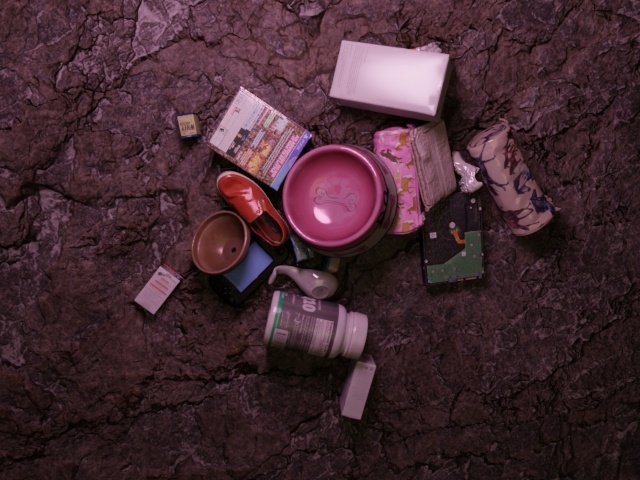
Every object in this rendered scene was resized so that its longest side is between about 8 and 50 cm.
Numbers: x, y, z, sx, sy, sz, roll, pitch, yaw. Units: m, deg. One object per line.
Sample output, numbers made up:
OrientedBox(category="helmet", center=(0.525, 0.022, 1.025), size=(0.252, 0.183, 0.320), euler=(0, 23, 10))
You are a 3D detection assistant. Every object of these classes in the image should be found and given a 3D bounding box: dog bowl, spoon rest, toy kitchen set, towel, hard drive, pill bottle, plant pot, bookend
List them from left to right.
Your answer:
OrientedBox(category="plant pot", center=(-0.341, 0.019, 1.712), size=(0.237, 0.109, 0.238), euler=(-8, 69, 22))
OrientedBox(category="bookend", center=(-0.287, -0.206, 1.718), size=(0.157, 0.072, 0.157), euler=(-5, 100, -3))
OrientedBox(category="spoon rest", center=(-0.062, 0.152, 1.776), size=(0.276, 0.084, 0.137), euler=(18, 123, -24))
OrientedBox(category="pill bottle", center=(-0.020, 0.322, 1.759), size=(0.360, 0.204, 0.205), euler=(13, 99, -6))
OrientedBox(category="toy kitchen set", center=(0.000, 0.000, 1.767), size=(0.165, 0.122, 0.207), euler=(16, 78, -6))
OrientedBox(category="dog bowl", center=(0.051, -0.143, 1.606), size=(0.407, 0.150, 0.409), euler=(-1, 88, 15))
OrientedBox(category="towel", center=(0.402, -0.275, 1.662), size=(0.187, 0.049, 0.283), euler=(-31, 112, -36))
OrientedBox(category="hard drive", center=(0.496, -0.012, 1.801), size=(0.236, 0.064, 0.340), euler=(-7, 99, -2))

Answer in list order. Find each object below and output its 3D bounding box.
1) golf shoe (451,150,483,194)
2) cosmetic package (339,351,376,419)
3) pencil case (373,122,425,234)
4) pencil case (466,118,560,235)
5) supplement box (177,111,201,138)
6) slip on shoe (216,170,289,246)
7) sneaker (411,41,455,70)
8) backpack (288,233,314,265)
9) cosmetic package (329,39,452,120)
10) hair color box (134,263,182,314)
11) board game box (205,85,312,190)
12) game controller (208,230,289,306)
OrientedBox(category="golf shoe", center=(0.540, -0.257, 1.729), size=(0.085, 0.069, 0.176), euler=(-26, 72, 32))
OrientedBox(category="cosmetic package", center=(0.143, 0.565, 1.856), size=(0.085, 0.117, 0.231), euler=(15, 97, -5))
OrientedBox(category="pencil case", center=(0.282, -0.219, 1.705), size=(0.167, 0.160, 0.387), euler=(-8, 100, -7))
OrientedBox(category="pencil case", center=(0.698, -0.230, 1.727), size=(0.183, 0.160, 0.411), euler=(-34, 101, -7))
OrientedBox(category="supplement box", center=(-0.462, -0.404, 1.667), size=(0.056, 0.083, 0.083), euler=(-9, 101, -1))
OrientedBox(category="slip on shoe", center=(-0.231, -0.108, 1.652), size=(0.123, 0.101, 0.331), euler=(-38, 106, 10))
OrientedBox(category="sneaker", center=(0.330, -0.585, 1.683), size=(0.270, 0.090, 0.145), euler=(-36, 91, 7))
OrientedBox(category="backpack", center=(-0.072, 0.027, 1.757), size=(0.084, 0.105, 0.115), euler=(-18, 93, -8))
OrientedBox(category="cosmetic package", center=(0.237, -0.531, 1.584), size=(0.365, 0.155, 0.197), euler=(17, 98, 17))
OrientedBox(category="hair color box", center=(-0.608, 0.182, 1.778), size=(0.093, 0.053, 0.167), euler=(39, 97, -8))
OrientedBox(category="board game box", center=(-0.212, -0.352, 1.661), size=(0.290, 0.141, 0.232), euler=(33, 97, -8))
OrientedBox(category="game controller", center=(-0.270, 0.098, 1.775), size=(0.319, 0.067, 0.166), euler=(-45, 99, 4))
